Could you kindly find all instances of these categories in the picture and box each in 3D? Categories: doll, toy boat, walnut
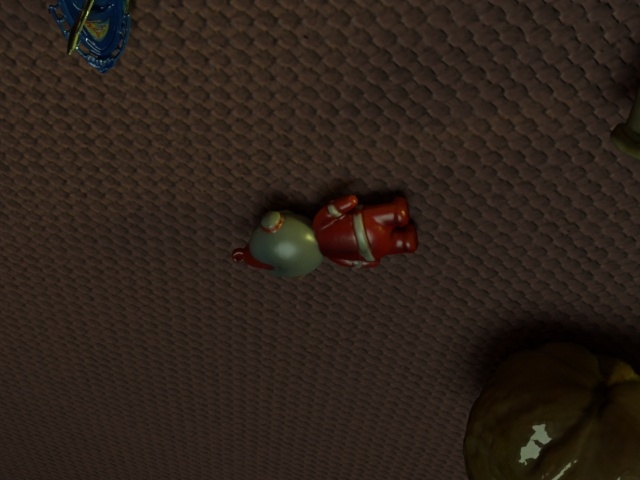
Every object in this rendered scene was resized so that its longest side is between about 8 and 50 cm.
[{"bbox_3d":[0.000,0.000,1.058,0.244,0.076,0.142,-9,138,16],"label":"doll"},{"bbox_3d":[-0.231,-0.221,0.795,0.091,0.110,0.175,8,144,3],"label":"toy boat"},{"bbox_3d":[0.362,0.322,1.215,0.305,0.306,0.344,6,139,4],"label":"walnut"}]

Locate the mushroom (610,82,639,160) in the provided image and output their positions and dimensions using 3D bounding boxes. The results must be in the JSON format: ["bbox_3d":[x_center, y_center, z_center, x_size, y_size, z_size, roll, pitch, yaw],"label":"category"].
[{"bbox_3d":[0.383,-0.195,0.706,0.097,0.109,0.351,-17,157,-39],"label":"mushroom"}]
